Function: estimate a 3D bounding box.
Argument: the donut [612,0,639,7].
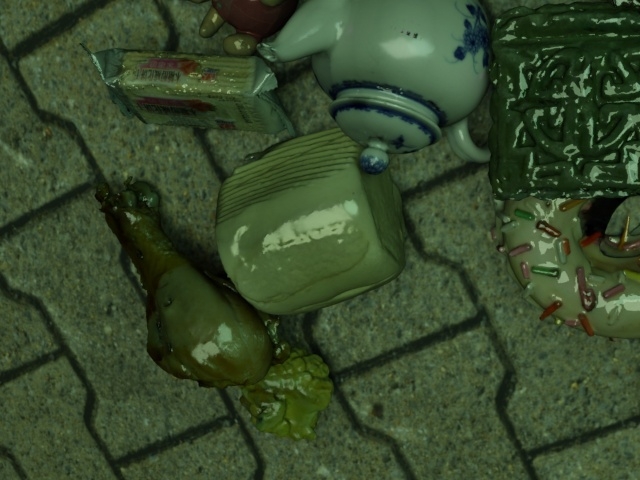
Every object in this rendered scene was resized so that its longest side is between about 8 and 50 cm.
[{"bbox_3d":[0.464,-0.405,1.001,0.259,0.136,0.345,-26,101,19],"label":"donut"}]

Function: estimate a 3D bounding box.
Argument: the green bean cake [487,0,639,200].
[{"bbox_3d":[0.336,-0.174,0.972,0.241,0.132,0.254,5,98,26],"label":"green bean cake"}]

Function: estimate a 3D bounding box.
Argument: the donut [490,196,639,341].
[{"bbox_3d":[0.440,-0.026,1.118,0.383,0.142,0.382,4,106,12],"label":"donut"}]

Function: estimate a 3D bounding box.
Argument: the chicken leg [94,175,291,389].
[{"bbox_3d":[-0.235,0.067,1.269,0.201,0.153,0.429,-38,73,6],"label":"chicken leg"}]

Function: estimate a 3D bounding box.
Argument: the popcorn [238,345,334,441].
[{"bbox_3d":[-0.057,0.268,1.331,0.174,0.142,0.173,-1,96,-11],"label":"popcorn"}]

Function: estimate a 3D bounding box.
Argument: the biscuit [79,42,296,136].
[{"bbox_3d":[-0.196,-0.228,1.192,0.309,0.186,0.079,6,71,10],"label":"biscuit"}]

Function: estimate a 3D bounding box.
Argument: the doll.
[{"bbox_3d":[-0.154,-0.402,1.133,0.256,0.152,0.196,44,102,0],"label":"doll"}]

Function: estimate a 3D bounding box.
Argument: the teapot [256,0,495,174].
[{"bbox_3d":[0.106,-0.223,1.061,0.424,0.252,0.279,20,81,-30],"label":"teapot"}]

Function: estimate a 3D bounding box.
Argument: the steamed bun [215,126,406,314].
[{"bbox_3d":[0.000,0.000,1.190,0.290,0.273,0.272,-24,116,22],"label":"steamed bun"}]
